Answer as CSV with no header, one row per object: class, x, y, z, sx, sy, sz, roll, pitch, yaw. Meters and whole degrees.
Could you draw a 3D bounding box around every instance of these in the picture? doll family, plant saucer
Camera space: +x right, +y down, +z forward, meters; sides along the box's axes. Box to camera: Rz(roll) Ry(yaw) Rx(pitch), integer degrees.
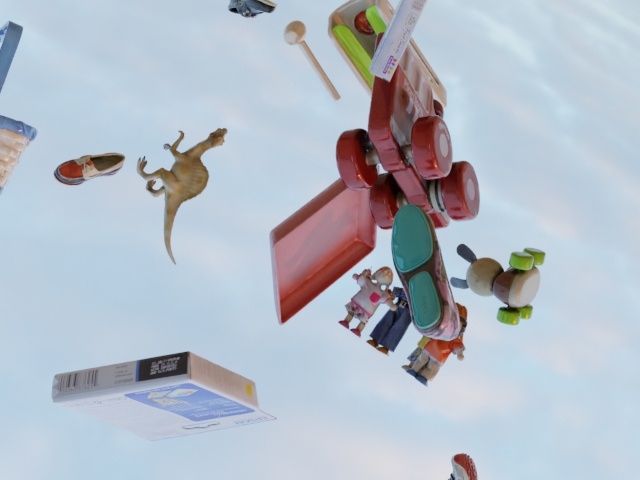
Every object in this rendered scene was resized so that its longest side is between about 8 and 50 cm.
doll family,0.169,0.145,2.071,0.263,0.163,0.118,35,178,29
plant saucer,0.000,0.000,2.092,0.258,0.259,0.048,-38,-119,-24

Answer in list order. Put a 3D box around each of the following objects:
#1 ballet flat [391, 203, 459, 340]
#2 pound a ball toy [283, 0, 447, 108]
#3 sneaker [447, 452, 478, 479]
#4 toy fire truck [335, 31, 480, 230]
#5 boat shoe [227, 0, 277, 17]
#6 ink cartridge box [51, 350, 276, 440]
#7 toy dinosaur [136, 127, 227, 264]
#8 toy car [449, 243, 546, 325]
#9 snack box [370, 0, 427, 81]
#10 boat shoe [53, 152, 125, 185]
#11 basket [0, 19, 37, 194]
ballet flat,0.155,0.052,1.673,0.079,0.077,0.221,35,-146,-47
pound a ball toy,0.093,-0.372,2.366,0.319,0.208,0.135,52,-156,-27
sneaker,0.248,0.494,2.158,0.093,0.225,0.088,3,-149,5
toy fire truck,0.158,-0.169,1.916,0.302,0.169,0.254,50,-138,-47
boat shoe,-0.111,-0.383,1.889,0.049,0.042,0.133,14,-172,-33
ink cartridge box,-0.286,0.295,2.163,0.307,0.304,0.072,35,-133,-56
toy dinosaur,-0.182,-0.070,1.430,0.093,0.183,0.053,21,174,27
toy car,0.378,0.081,2.538,0.188,0.155,0.149,17,-165,27
snack box,0.119,-0.318,1.755,0.037,0.141,0.100,25,-166,-3
boat shoe,-0.411,-0.130,2.055,0.137,0.043,0.049,-13,-105,-41
basket,-0.565,-0.213,1.896,0.201,0.289,0.255,24,171,-22
